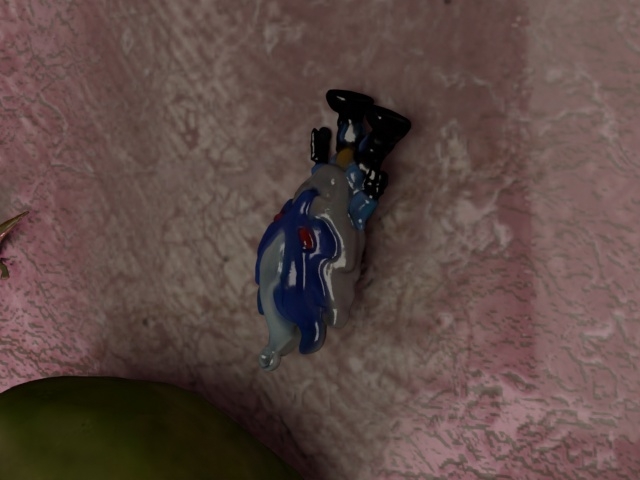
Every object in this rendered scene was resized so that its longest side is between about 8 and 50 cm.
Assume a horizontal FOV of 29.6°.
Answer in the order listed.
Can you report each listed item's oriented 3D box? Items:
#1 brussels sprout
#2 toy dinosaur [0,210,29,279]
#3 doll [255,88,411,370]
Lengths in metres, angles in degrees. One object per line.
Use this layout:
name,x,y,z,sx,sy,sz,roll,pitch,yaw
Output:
brussels sprout,-0.144,0.246,0.803,0.328,0.247,0.328,-3,85,40
toy dinosaur,-0.257,0.017,0.935,0.113,0.026,0.041,-33,66,34
doll,0.000,0.000,0.792,0.096,0.070,0.195,39,112,48
